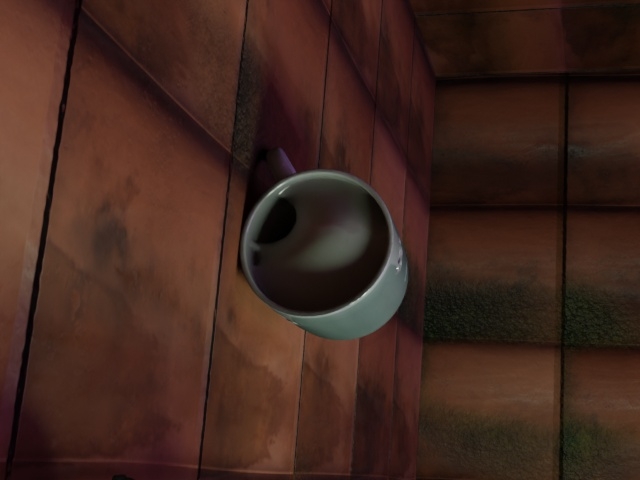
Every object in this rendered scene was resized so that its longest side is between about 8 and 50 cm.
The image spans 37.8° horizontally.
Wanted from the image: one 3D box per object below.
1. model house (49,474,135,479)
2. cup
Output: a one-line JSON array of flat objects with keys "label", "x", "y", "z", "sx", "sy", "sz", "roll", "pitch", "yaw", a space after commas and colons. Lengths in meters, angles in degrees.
[{"label": "model house", "x": -0.186, "y": 0.414, "z": 0.930, "sx": 0.230, "sy": 0.248, "sz": 0.280, "roll": -60, "pitch": 147, "yaw": -59}, {"label": "cup", "x": 0.000, "y": 0.000, "z": 1.667, "sx": 0.357, "sy": 0.259, "sz": 0.274, "roll": 63, "pitch": 4, "yaw": 23}]
